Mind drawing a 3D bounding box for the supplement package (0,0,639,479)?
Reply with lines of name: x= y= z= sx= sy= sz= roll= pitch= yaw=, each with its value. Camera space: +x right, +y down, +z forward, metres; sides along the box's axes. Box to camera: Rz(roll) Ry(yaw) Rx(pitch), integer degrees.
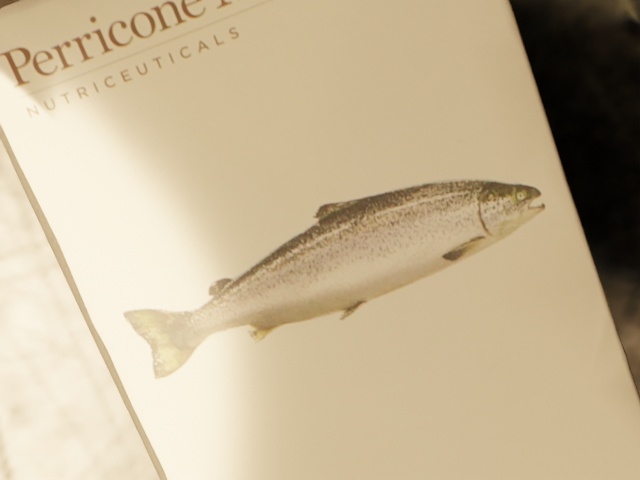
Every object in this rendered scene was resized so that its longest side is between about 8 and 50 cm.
supplement package: x=0.000 y=0.000 z=0.385 sx=0.105 sy=0.105 sz=0.179 roll=-22 pitch=113 yaw=0
